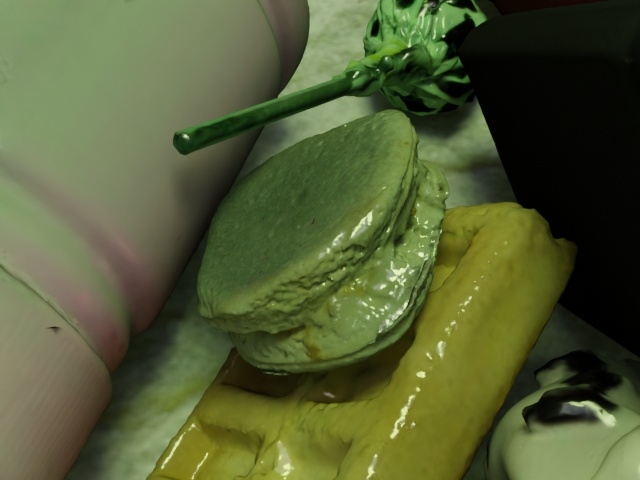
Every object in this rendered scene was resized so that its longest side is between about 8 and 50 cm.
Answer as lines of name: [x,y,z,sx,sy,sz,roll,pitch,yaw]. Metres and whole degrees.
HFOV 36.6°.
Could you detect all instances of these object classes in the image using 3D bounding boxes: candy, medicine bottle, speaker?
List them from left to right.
medicine bottle: [-0.158,-0.040,0.506,0.212,0.212,0.325,20,62,10]
candy: [0.016,-0.097,0.549,0.083,0.091,0.305,-6,14,35]
speaker: [0.208,-0.039,0.392,0.184,0.388,0.180,-24,102,-2]

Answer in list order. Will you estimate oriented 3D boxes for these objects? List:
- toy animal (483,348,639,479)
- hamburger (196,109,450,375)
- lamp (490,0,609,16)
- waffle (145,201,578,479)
toy animal: [0.161,0.150,0.424,0.204,0.208,0.156,22,97,12]
hamburger: [0.000,0.000,0.467,0.133,0.062,0.140,-26,29,25]
lamp: [0.214,-0.258,0.609,0.303,0.257,0.303,-3,84,26]
waffle: [-0.001,0.093,0.463,0.057,0.168,0.274,47,61,-25]
